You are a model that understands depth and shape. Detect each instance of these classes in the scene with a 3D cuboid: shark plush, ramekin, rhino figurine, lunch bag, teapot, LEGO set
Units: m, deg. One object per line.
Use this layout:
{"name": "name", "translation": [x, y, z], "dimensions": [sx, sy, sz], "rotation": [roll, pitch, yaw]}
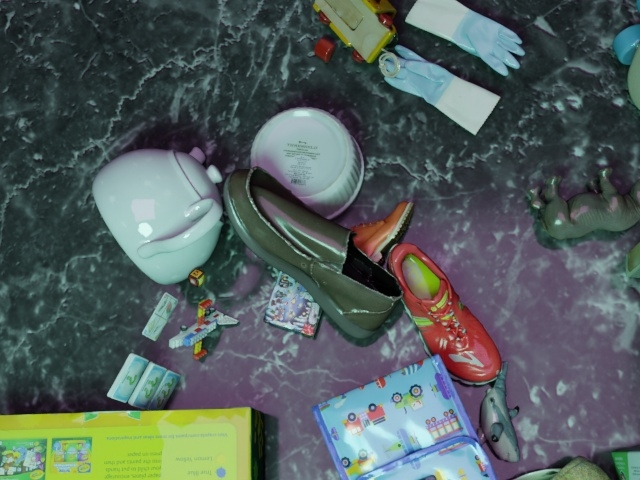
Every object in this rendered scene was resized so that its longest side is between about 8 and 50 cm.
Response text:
{"name": "shark plush", "translation": [0.299, 0.285, 1.474], "dimensions": [0.067, 0.073, 0.161], "rotation": [11, 55, -12]}
{"name": "ramekin", "translation": [-0.027, -0.137, 1.562], "dimensions": [0.207, 0.109, 0.207], "rotation": [-1, 76, 4]}
{"name": "rhino figurine", "translation": [0.486, -0.064, 1.518], "dimensions": [0.243, 0.073, 0.106], "rotation": [-9, 72, 1]}
{"name": "lunch bag", "translation": [0.147, 0.363, 1.382], "dimensions": [0.221, 0.138, 0.293], "rotation": [-24, 63, -1]}
{"name": "teapot", "translation": [-0.245, -0.061, 1.487], "dimensions": [0.187, 0.252, 0.256], "rotation": [-33, 71, 4]}
{"name": "LEGO set", "translation": [-0.232, 0.173, 1.465], "dimensions": [0.060, 0.182, 0.244], "rotation": [23, 78, 24]}

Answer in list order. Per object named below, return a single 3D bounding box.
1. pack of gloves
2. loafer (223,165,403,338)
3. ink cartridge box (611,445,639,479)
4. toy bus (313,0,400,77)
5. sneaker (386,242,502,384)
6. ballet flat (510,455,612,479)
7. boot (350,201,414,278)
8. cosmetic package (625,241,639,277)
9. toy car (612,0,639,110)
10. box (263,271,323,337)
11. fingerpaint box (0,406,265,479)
{"name": "pack of gloves", "translation": [0.243, -0.329, 1.631], "dimensions": [0.232, 0.046, 0.195], "rotation": [34, 93, 15]}
{"name": "loafer", "translation": [0.000, 0.000, 1.451], "dimensions": [0.366, 0.134, 0.130], "rotation": [42, 125, -16]}
{"name": "ink cartridge box", "translation": [0.549, 0.447, 1.315], "dimensions": [0.121, 0.211, 0.289], "rotation": [-11, 76, 1]}
{"name": "toy bus", "translation": [0.087, -0.405, 1.622], "dimensions": [0.191, 0.104, 0.202], "rotation": [8, 110, 36]}
{"name": "sneaker", "translation": [0.197, 0.122, 1.473], "dimensions": [0.107, 0.118, 0.279], "rotation": [-37, 76, -4]}
{"name": "ballet flat", "translation": [0.296, 0.445, 1.397], "dimensions": [0.348, 0.123, 0.123], "rotation": [-26, 75, -1]}
{"name": "boot", "translation": [0.098, -0.018, 1.550], "dimensions": [0.084, 0.059, 0.158], "rotation": [36, 83, 17]}
{"name": "cosmetic package", "translation": [0.547, 0.031, 1.466], "dimensions": [0.060, 0.115, 0.041], "rotation": [3, 76, 5]}
{"name": "toy car", "translation": [0.666, -0.312, 1.510], "dimensions": [0.238, 0.210, 0.219], "rotation": [-11, 63, -10]}
{"name": "box", "translation": [-0.034, 0.091, 1.548], "dimensions": [0.094, 0.027, 0.137], "rotation": [16, 78, 8]}
{"name": "fingerpaint box", "translation": [-0.314, 0.461, 1.411], "dimensions": [0.445, 0.163, 0.371], "rotation": [-3, 75, 5]}
